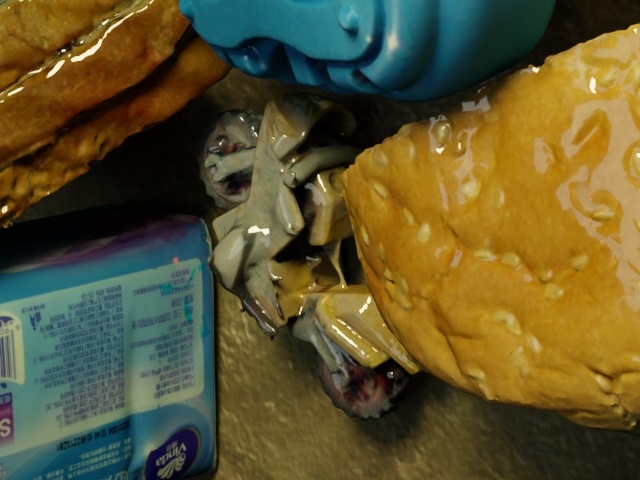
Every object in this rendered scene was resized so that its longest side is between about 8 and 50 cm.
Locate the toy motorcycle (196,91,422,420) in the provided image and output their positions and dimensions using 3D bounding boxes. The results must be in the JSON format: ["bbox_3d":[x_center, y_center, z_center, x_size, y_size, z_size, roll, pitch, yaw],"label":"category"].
[{"bbox_3d":[0.000,0.000,1.084,0.130,0.094,0.229,-42,73,39],"label":"toy motorcycle"}]

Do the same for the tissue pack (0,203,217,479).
[{"bbox_3d":[-0.213,0.090,1.181,0.146,0.263,0.198,12,109,43],"label":"tissue pack"}]

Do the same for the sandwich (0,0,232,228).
[{"bbox_3d":[-0.233,-0.119,1.160,0.131,0.262,0.325,59,170,-22],"label":"sandwich"}]

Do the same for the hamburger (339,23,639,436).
[{"bbox_3d":[0.163,0.008,0.875,0.330,0.162,0.209,-29,75,39],"label":"hamburger"}]

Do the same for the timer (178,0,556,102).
[{"bbox_3d":[-0.016,-0.225,0.883,0.340,0.115,0.309,19,131,62],"label":"timer"}]
